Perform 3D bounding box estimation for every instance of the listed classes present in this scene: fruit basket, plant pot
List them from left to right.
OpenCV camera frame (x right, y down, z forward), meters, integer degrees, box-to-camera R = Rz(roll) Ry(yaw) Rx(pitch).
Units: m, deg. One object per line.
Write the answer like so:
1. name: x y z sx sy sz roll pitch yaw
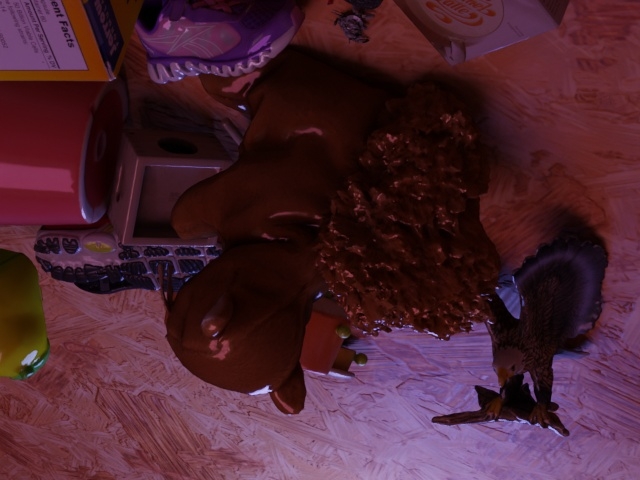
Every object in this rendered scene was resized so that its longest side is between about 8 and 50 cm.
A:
1. fruit basket: -0.525 0.021 1.947 0.392 0.283 0.392 17 148 11
2. plant pot: -0.388 -0.137 1.671 0.243 0.275 0.275 11 146 7

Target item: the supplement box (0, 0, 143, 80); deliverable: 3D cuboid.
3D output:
1. supplement box: -0.387 -0.304 1.408 0.356 0.195 0.194 2 142 12

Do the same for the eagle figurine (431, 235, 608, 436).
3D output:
1. eagle figurine: 0.245 0.104 1.664 0.226 0.225 0.298 -13 109 -10

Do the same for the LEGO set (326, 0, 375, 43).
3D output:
1. LEGO set: 0.028 -0.242 1.430 0.083 0.023 0.054 40 145 -20

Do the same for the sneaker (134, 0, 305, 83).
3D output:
1. sneaker: -0.126 -0.246 1.477 0.236 0.095 0.105 -3 130 39

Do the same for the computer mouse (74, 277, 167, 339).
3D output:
1. computer mouse: -0.239 0.061 1.890 0.262 0.060 0.184 -8 97 24

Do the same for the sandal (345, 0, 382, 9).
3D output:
1. sandal: 0.005 -0.312 1.342 0.179 0.040 0.067 45 140 -2

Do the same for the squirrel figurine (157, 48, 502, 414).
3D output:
1. squirrel figurine: 0.000 0.000 1.466 0.396 0.370 0.281 1 140 32

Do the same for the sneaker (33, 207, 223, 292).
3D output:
1. sneaker: -0.252 -0.009 1.795 0.279 0.118 0.107 6 134 9

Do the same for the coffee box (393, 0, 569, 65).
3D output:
1. coffee box: 0.113 -0.295 1.226 0.141 0.098 0.246 -14 130 46

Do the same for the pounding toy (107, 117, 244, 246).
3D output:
1. pounding toy: -0.154 -0.093 1.692 0.206 0.094 0.181 1 119 -25

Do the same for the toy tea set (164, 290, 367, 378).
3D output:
1. toy tea set: -0.089 0.107 1.960 0.336 0.124 0.200 16 176 9
